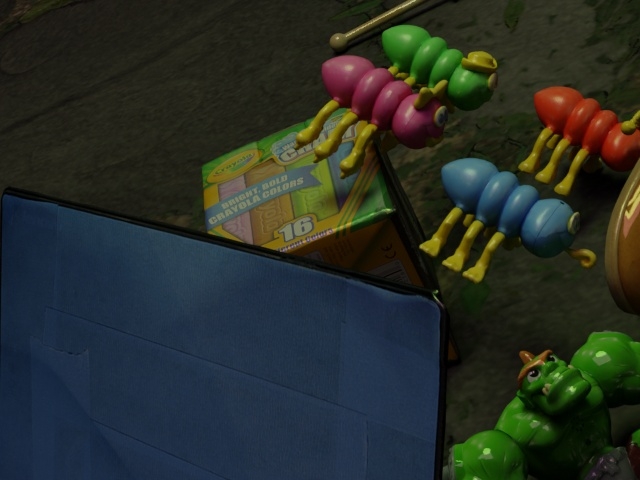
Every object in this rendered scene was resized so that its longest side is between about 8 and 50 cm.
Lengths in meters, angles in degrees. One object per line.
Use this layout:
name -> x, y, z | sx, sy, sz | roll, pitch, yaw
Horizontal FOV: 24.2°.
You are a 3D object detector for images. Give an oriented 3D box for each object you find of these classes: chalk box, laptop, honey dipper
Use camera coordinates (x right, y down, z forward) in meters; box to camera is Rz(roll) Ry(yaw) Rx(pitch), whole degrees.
chalk box -> 0.000, 0.000, 1.045 | 0.132, 0.132, 0.213 | -23, 30, 6
laptop -> -0.155, 0.209, 0.742 | 0.382, 0.236, 0.408 | 13, 48, 48
honey dipper -> 0.081, -0.223, 1.425 | 0.161, 0.030, 0.030 | -27, 30, 5

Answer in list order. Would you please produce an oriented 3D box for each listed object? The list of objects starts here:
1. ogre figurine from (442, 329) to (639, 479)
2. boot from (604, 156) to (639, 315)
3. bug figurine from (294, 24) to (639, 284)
ogre figurine -> 0.147, 0.118, 0.799 | 0.197, 0.097, 0.118 | -48, 52, -6
boot -> 0.327, -0.042, 0.887 | 0.295, 0.104, 0.211 | -40, 32, -29
bug figurine -> 0.109, -0.071, 0.979 | 0.216, 0.072, 0.279 | 29, 28, 13
